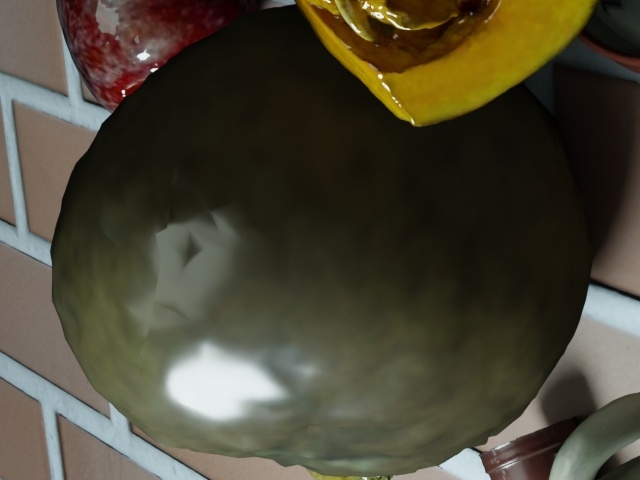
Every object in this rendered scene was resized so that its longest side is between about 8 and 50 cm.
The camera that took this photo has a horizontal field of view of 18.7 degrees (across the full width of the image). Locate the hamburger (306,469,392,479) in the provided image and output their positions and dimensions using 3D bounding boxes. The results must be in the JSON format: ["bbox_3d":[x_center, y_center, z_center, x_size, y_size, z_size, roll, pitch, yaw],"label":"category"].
[{"bbox_3d":[0.023,0.148,1.952,0.189,0.122,0.215,17,122,61],"label":"hamburger"}]

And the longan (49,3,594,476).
[{"bbox_3d":[0.007,-0.006,1.618,0.404,0.436,0.404,-164,90,-70],"label":"longan"}]

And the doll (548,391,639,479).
[{"bbox_3d":[0.320,0.307,1.453,0.215,0.226,0.370,-44,60,8],"label":"doll"}]

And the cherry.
[{"bbox_3d":[-0.171,-0.244,1.982,0.300,0.203,0.230,65,-175,33],"label":"cherry"}]

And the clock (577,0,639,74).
[{"bbox_3d":[0.259,-0.274,1.414,0.318,0.080,0.318,23,117,54],"label":"clock"}]

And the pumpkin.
[{"bbox_3d":[0.083,-0.256,1.376,0.303,0.256,0.225,68,177,-47],"label":"pumpkin"}]

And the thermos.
[{"bbox_3d":[0.227,0.278,1.709,0.124,0.099,0.232,-38,71,55],"label":"thermos"}]
